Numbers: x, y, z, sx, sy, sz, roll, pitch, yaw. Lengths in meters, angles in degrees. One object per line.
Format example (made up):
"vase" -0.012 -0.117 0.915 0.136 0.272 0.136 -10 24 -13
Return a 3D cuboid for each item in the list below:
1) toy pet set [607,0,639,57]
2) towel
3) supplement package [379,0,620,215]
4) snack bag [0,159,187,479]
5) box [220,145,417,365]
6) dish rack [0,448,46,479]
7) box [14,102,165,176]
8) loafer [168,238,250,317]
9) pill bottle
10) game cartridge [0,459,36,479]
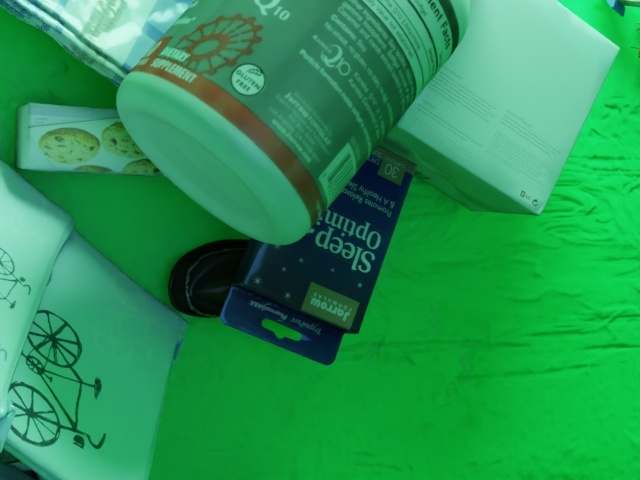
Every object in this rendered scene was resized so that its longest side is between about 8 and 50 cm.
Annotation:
"toy pet set" 0.367 -0.280 1.466 0.114 0.065 0.122 10 93 -59
"towel" -0.224 -0.272 1.173 0.285 0.034 0.209 35 58 -24
"supplement package" 0.165 -0.160 1.320 0.194 0.149 0.203 30 81 -23
"snack bag" -0.251 0.061 1.080 0.037 0.323 0.342 -38 112 21
"box" 0.000 0.000 1.239 0.136 0.036 0.225 24 79 -22
"dish rack" -0.335 0.283 1.118 0.286 0.072 0.332 -14 102 12
"box" -0.137 -0.094 1.236 0.324 0.063 0.067 2 93 -24
"loafer" -0.046 0.037 1.279 0.220 0.078 0.080 -6 96 -24
"pill bottle" 0.004 -0.192 1.133 0.210 0.210 0.363 45 73 -21
"game cartridge" -0.314 0.269 1.050 0.294 0.060 0.196 25 104 2
